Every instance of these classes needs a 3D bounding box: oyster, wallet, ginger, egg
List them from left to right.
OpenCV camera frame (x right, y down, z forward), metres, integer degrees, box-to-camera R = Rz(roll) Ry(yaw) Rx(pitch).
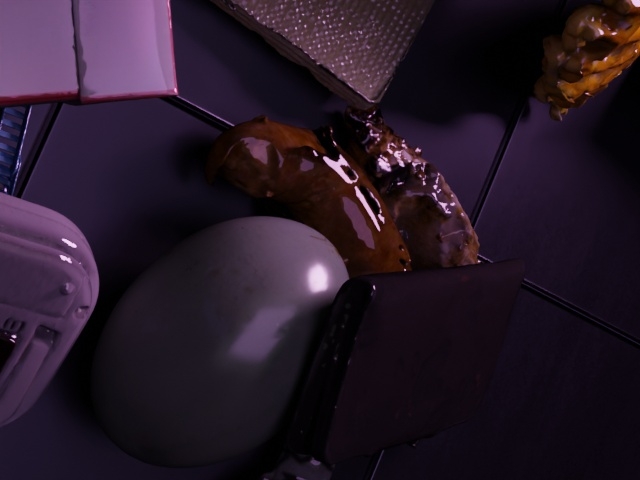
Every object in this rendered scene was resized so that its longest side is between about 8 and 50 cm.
[{"bbox_3d":[-0.094,0.097,1.539,0.283,0.203,0.203,-39,115,3],"label":"egg"},{"bbox_3d":[0.008,-0.012,1.646,0.133,0.107,0.309,-43,114,-10],"label":"ginger"},{"bbox_3d":[0.099,0.115,1.609,0.377,0.051,0.197,-5,115,-59],"label":"wallet"},{"bbox_3d":[0.107,0.004,1.736,0.129,0.078,0.345,-31,113,-15],"label":"oyster"}]

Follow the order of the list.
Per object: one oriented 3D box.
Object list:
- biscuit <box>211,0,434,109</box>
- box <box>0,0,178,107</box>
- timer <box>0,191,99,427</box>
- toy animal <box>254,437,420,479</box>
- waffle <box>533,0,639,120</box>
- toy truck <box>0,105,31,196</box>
[{"bbox_3d":[-0.013,-0.257,1.635,0.252,0.052,0.150,33,74,-25],"label":"biscuit"},{"bbox_3d":[-0.295,-0.261,1.301,0.300,0.314,0.312,-6,99,-16],"label":"box"},{"bbox_3d":[-0.336,0.061,1.418,0.262,0.087,0.237,19,115,-30],"label":"timer"},{"bbox_3d":[-0.002,0.255,1.690,0.170,0.090,0.255,44,72,-23],"label":"toy animal"},{"bbox_3d":[0.353,-0.255,1.723,0.302,0.325,0.068,-38,80,-12],"label":"waffle"},{"bbox_3d":[-0.305,-0.066,1.482,0.063,0.074,0.136,20,68,-31],"label":"toy truck"}]
